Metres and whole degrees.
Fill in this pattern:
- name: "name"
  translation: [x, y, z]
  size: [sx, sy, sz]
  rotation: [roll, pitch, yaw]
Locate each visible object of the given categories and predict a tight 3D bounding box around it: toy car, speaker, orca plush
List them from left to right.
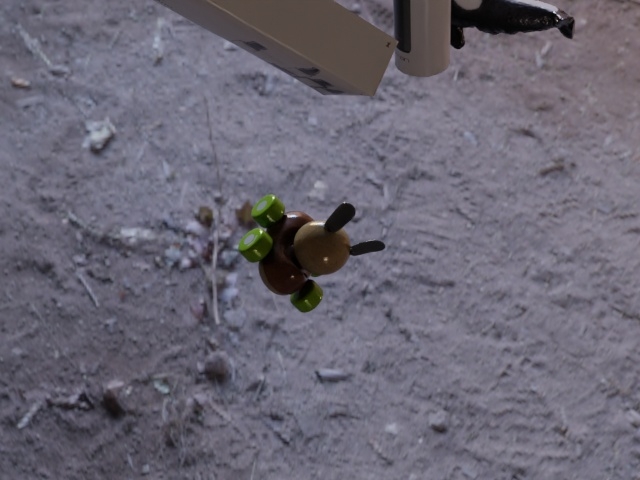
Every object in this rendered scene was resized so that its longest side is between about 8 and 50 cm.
- name: "toy car"
  translation: [0.000, 0.000, 1.535]
  size: [0.188, 0.155, 0.149]
  rotation: [-22, 35, 35]
- name: "speaker"
  translation: [0.094, -0.220, 0.922]
  size: [0.055, 0.136, 0.055]
  rotation: [-3, 44, 3]
- name: "orca plush"
  translation: [0.227, -0.330, 1.468]
  size: [0.287, 0.102, 0.151]
  rotation: [19, 33, 12]

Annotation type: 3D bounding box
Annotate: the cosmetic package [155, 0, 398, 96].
- name: "cosmetic package"
  translation: [-0.059, -0.199, 0.853]
  size: [0.239, 0.099, 0.060]
  rotation: [26, 85, -27]
